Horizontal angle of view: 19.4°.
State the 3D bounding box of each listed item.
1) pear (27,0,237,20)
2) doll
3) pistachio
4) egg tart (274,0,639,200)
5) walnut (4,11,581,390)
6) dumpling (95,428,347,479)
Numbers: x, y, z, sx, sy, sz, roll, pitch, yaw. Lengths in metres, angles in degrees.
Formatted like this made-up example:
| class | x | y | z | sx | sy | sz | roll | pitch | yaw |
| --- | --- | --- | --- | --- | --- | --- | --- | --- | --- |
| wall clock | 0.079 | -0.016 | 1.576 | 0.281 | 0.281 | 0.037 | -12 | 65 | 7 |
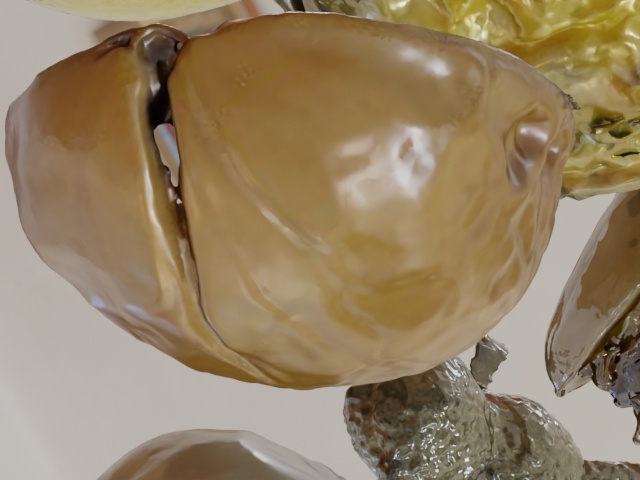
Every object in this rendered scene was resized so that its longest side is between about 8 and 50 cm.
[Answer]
| class | x | y | z | sx | sy | sz | roll | pitch | yaw |
| --- | --- | --- | --- | --- | --- | --- | --- | --- | --- |
| pear | -0.118 | -0.294 | 1.074 | 0.348 | 0.348 | 0.348 | -27 | -168 | 6 |
| doll | 0.139 | 0.141 | 1.254 | 0.286 | 0.203 | 0.091 | -4 | 160 | -42 |
| pistachio | 0.212 | 0.023 | 1.060 | 0.131 | 0.129 | 0.206 | -20 | 145 | -58 |
| egg tart | 0.091 | -0.141 | 0.807 | 0.290 | 0.291 | 0.107 | -24 | -165 | 20 |
| walnut | 0.001 | 0.002 | 0.585 | 0.167 | 0.087 | 0.211 | -16 | 161 | 27 |
| dumpling | -0.069 | 0.147 | 0.766 | 0.193 | 0.147 | 0.258 | 6 | -179 | 2 |
